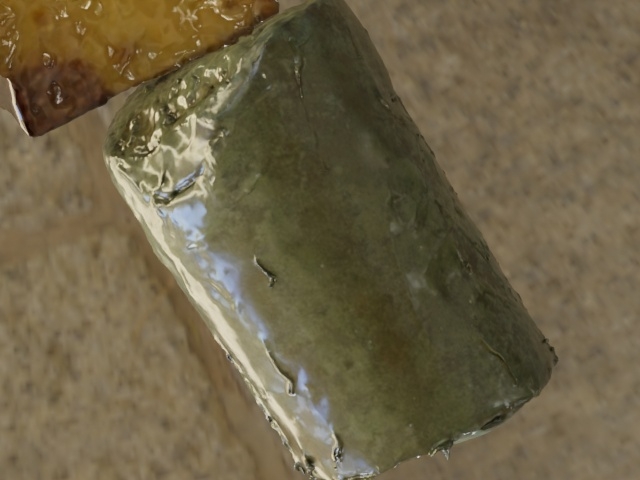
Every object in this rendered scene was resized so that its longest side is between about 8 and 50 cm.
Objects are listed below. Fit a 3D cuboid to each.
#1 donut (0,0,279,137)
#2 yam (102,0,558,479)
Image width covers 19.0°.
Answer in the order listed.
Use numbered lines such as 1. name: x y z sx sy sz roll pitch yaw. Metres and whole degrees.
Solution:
1. donut: -0.180 -0.090 0.684 0.295 0.112 0.151 -30 109 -26
2. yam: 0.000 0.000 1.224 0.195 0.195 0.300 -31 95 6
